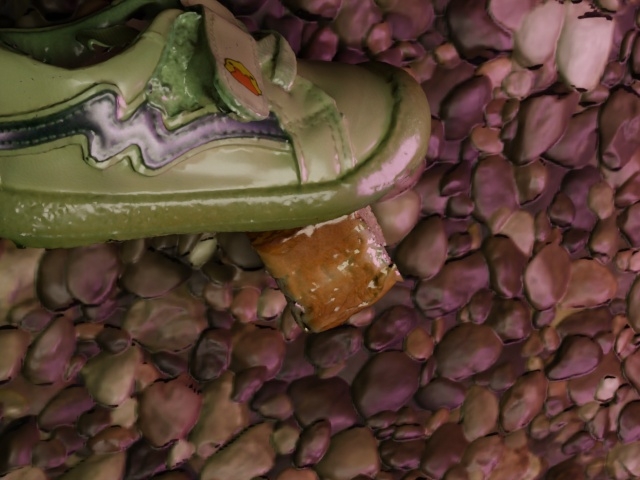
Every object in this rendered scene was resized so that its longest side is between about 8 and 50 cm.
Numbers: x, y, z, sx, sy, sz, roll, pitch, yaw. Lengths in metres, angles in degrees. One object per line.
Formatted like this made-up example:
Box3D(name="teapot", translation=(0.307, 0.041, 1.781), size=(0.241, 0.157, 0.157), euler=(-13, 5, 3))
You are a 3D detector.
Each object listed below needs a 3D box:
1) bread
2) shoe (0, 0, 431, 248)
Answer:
Box3D(name="bread", translation=(-0.002, 0.000, 0.901), size=(0.070, 0.076, 0.083), euler=(-28, 124, 4))
Box3D(name="shoe", translation=(-0.067, -0.061, 0.797), size=(0.262, 0.140, 0.128), euler=(-11, 129, -12))
